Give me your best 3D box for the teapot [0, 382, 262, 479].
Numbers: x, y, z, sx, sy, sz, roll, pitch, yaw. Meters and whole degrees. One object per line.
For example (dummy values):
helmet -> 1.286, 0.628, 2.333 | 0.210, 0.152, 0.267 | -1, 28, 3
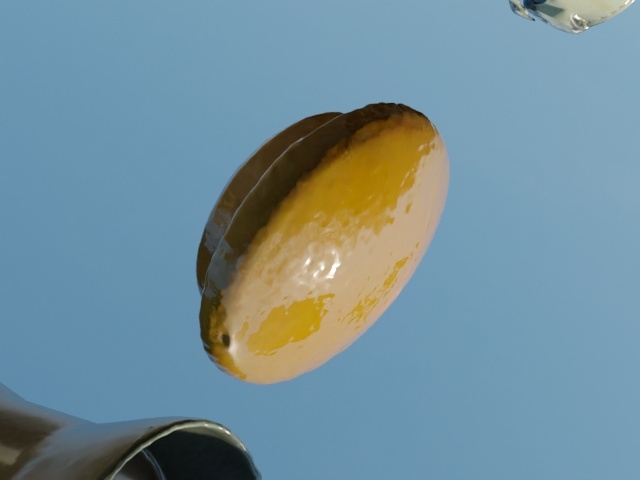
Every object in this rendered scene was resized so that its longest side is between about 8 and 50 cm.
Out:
teapot -> -0.230, 0.141, 0.708 | 0.344, 0.253, 0.300 | 12, -152, 27

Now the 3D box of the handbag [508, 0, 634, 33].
handbag -> 0.106, -0.306, 0.931 | 0.160, 0.237, 0.358 | 23, 176, 41

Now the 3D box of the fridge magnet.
fridge magnet -> 0.000, 0.000, 0.679 | 0.063, 0.143, 0.143 | 37, -148, 30
